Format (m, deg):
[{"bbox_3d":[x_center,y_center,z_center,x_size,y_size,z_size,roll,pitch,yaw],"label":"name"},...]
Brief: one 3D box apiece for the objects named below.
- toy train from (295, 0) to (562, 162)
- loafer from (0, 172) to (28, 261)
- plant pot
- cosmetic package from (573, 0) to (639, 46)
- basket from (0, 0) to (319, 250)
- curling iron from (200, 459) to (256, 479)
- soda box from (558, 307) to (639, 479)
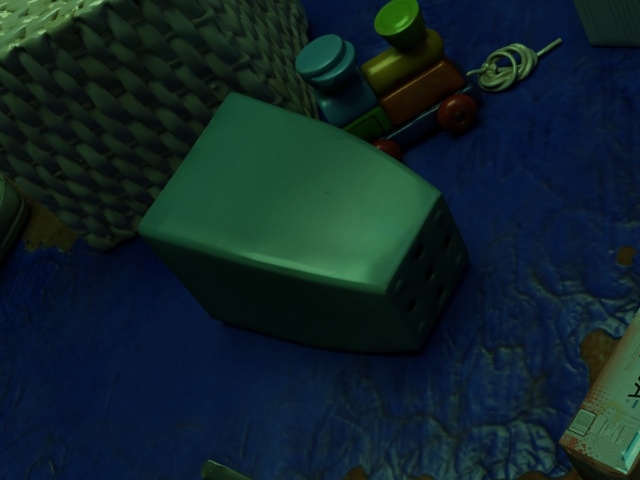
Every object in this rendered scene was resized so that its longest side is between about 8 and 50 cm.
[{"bbox_3d":[0.105,-0.183,1.024,0.248,0.143,0.105,-31,44,8],"label":"toy train"},{"bbox_3d":[-0.455,0.046,1.219,0.112,0.111,0.319,-5,53,30],"label":"loafer"},{"bbox_3d":[0.000,0.000,0.937,0.234,0.166,0.165,18,66,32],"label":"plant pot"},{"bbox_3d":[0.345,-0.239,0.937,0.231,0.117,0.085,9,62,36],"label":"cosmetic package"},{"bbox_3d":[-0.207,-0.206,1.125,0.328,0.331,0.266,-22,51,16],"label":"basket"},{"bbox_3d":[-0.014,0.239,0.827,0.274,0.035,0.068,27,72,43],"label":"curling iron"},{"bbox_3d":[0.248,0.097,0.757,0.058,0.063,0.183,22,69,42],"label":"soda box"}]
